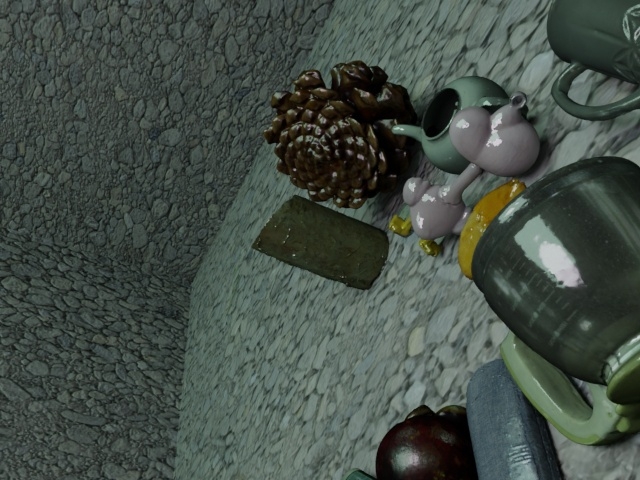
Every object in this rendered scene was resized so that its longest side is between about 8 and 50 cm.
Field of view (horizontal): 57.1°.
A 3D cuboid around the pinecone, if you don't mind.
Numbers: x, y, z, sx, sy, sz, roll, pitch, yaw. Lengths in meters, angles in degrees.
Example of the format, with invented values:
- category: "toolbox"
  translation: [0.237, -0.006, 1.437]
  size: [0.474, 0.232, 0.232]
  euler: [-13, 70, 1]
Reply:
- category: "pinecone"
  translation: [0.075, -0.281, 1.429]
  size: [0.384, 0.385, 0.384]
  euler: [-50, 29, 42]

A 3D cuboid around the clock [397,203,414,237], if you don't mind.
- category: "clock"
  translation: [0.197, -0.049, 1.344]
  size: [0.085, 0.017, 0.085]
  euler: [-50, 29, 42]

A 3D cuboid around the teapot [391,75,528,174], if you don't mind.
- category: "teapot"
  translation: [0.274, -0.227, 1.143]
  size: [0.294, 0.130, 0.193]
  euler: [-5, 70, 62]

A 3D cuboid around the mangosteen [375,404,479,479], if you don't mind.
- category: "mangosteen"
  translation: [0.170, 0.333, 0.907]
  size: [0.184, 0.172, 0.172]
  euler: [-59, 14, -28]

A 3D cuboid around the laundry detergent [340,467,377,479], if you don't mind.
- category: "laundry detergent"
  translation: [0.104, 0.485, 1.051]
  size: [0.226, 0.070, 0.099]
  euler: [-14, 53, 66]

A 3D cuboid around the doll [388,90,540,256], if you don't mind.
- category: "doll"
  translation: [0.256, -0.112, 1.059]
  size: [0.365, 0.160, 0.094]
  euler: [-58, -1, 37]

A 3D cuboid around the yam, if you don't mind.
- category: "yam"
  translation: [0.000, 0.000, 1.425]
  size: [0.168, 0.304, 0.168]
  euler: [-158, 90, -78]

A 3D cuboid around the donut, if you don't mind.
- category: "donut"
  translation: [0.308, -0.004, 0.966]
  size: [0.190, 0.075, 0.174]
  euler: [134, 147, -55]

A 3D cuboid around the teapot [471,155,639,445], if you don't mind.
- category: "teapot"
  translation: [0.305, 0.090, 0.686]
  size: [0.321, 0.240, 0.239]
  euler: [-52, 41, 29]

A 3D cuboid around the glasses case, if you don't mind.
- category: "glasses case"
  translation: [0.267, 0.296, 0.820]
  size: [0.109, 0.067, 0.282]
  euler: [-46, 30, 36]

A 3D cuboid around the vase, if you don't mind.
- category: "vase"
  translation: [0.437, -0.263, 0.787]
  size: [0.251, 0.156, 0.300]
  euler: [-58, 31, 23]
